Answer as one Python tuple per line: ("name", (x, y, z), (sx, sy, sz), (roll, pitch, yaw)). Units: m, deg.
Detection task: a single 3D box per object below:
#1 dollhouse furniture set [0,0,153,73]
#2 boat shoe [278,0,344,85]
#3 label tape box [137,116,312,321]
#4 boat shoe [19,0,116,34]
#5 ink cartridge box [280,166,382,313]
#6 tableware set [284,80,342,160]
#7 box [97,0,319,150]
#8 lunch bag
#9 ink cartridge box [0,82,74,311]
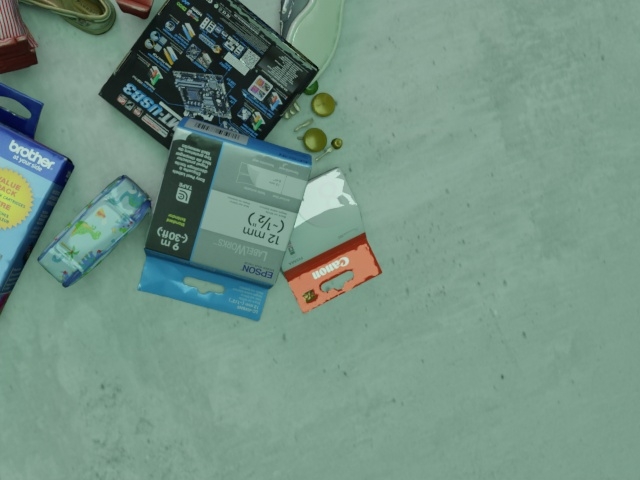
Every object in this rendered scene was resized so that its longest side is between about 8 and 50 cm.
("dollhouse furniture set", (-0.442, -0.431, 1.532), (0.374, 0.152, 0.201), (-18, 89, -10))
("boat shoe", (-0.024, -0.443, 1.744), (0.116, 0.099, 0.319), (14, 94, -43))
("label tape box", (-0.181, -0.021, 1.654), (0.249, 0.115, 0.347), (16, 104, -7))
("boat shoe", (-0.507, -0.472, 1.642), (0.285, 0.089, 0.104), (23, 87, -10))
("ink cartridge box", (0.000, 0.000, 1.765), (0.189, 0.066, 0.232), (-27, 92, -9))
("tableware set", (-0.011, -0.240, 1.776), (0.104, 0.024, 0.154), (-36, 96, -11))
("box", (-0.205, -0.294, 1.669), (0.295, 0.073, 0.293), (38, 105, -8))
("lunch bag", (-0.401, -0.020, 1.629), (0.219, 0.176, 0.090), (-45, 103, -5))
("ink cartridge box", (-0.620, -0.083, 1.601), (0.270, 0.151, 0.395), (26, 85, -10))
